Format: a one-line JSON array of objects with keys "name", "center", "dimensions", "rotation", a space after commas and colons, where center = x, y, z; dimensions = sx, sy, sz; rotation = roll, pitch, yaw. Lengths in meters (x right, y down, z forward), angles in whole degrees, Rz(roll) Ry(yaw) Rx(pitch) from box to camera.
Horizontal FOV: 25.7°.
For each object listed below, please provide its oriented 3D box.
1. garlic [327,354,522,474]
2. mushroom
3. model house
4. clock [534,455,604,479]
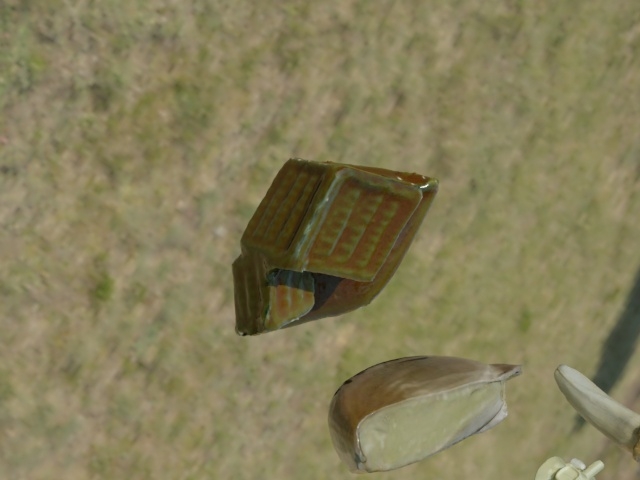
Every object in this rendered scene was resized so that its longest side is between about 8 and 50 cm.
[{"name": "garlic", "center": [0.077, 0.146, 1.190], "dimensions": [0.195, 0.101, 0.087], "rotation": [-13, 98, -37]}, {"name": "mushroom", "center": [0.449, 0.271, 2.193], "dimensions": [0.084, 0.209, 0.071], "rotation": [-15, 133, -48]}, {"name": "model house", "center": [0.000, 0.012, 1.596], "dimensions": [0.268, 0.173, 0.239], "rotation": [-62, 176, 4]}, {"name": "clock", "center": [0.406, 0.407, 1.808], "dimensions": [0.120, 0.276, 0.379], "rotation": [-30, -170, -31]}]
